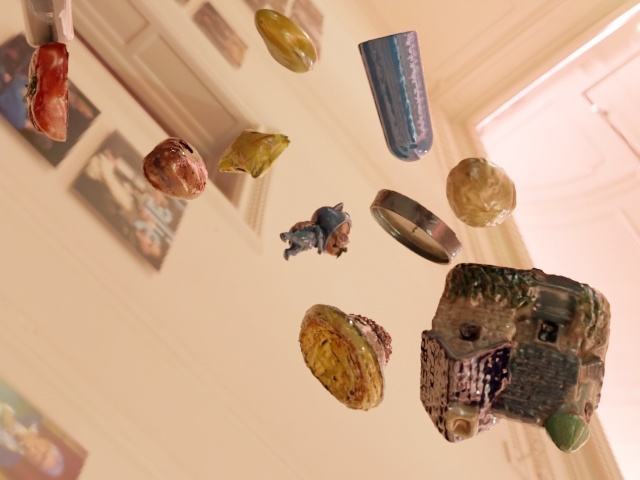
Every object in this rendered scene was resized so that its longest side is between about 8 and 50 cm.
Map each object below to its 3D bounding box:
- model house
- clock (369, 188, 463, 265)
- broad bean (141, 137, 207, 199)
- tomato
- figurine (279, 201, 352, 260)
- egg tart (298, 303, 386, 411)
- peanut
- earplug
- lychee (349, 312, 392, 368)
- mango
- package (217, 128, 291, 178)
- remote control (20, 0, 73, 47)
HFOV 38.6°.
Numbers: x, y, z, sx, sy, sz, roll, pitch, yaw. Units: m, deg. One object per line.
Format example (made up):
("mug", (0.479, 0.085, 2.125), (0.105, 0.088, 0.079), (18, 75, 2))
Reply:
("model house", (0.320, 0.220, 1.537), (0.299, 0.243, 0.284), (11, -141, 19))
("clock", (0.256, -0.032, 2.475), (0.055, 0.281, 0.281), (-53, -160, -11))
("broad bean", (-0.248, -0.124, 1.594), (0.085, 0.114, 0.165), (-6, -172, 14))
("tomato", (-0.627, -0.347, 2.091), (0.228, 0.101, 0.227), (-177, -90, -69))
("figurine", (0.002, -0.001, 2.020), (0.178, 0.114, 0.144), (-21, -132, -27))
("egg tart", (0.054, 0.218, 1.760), (0.094, 0.234, 0.234), (-29, -169, -29))
("peanut", (0.267, -0.085, 1.514), (0.111, 0.125, 0.274), (-22, 174, 11))
("earplug", (0.174, -0.304, 1.969), (0.133, 0.272, 0.132), (-13, -173, 2))
("lychee", (0.083, 0.254, 2.132), (0.188, 0.188, 0.188), (-37, -161, 15))
("mango", (-0.076, -0.451, 2.086), (0.122, 0.191, 0.085), (36, -92, 35))
("package", (-0.191, -0.249, 2.588), (0.226, 0.090, 0.168), (16, -117, 48))
("remote control", (-0.607, -0.518, 2.030), (0.109, 0.055, 0.313), (-11, 163, -16))
